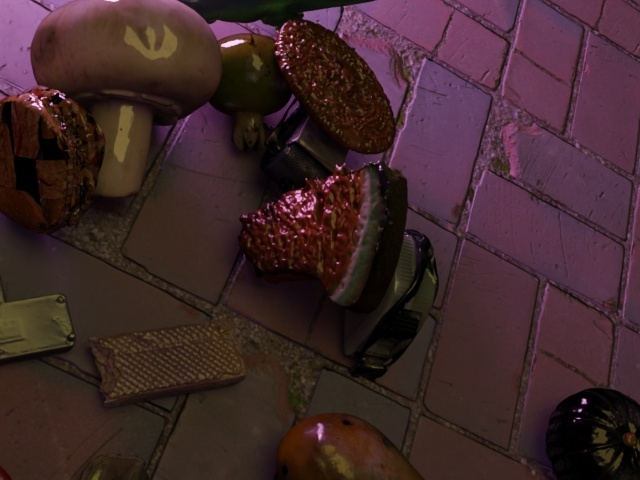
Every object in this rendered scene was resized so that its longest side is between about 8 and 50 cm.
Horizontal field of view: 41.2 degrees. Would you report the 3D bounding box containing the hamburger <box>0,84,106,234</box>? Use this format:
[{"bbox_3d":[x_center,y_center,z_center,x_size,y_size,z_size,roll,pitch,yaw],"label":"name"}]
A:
[{"bbox_3d":[-0.432,-0.123,1.297,0.231,0.231,0.107,54,32,6],"label":"hamburger"}]

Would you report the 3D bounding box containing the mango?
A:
[{"bbox_3d":[0.071,0.396,1.331,0.176,0.176,0.329,-48,111,-14],"label":"mango"}]

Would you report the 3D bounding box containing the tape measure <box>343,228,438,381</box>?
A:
[{"bbox_3d":[0.127,0.101,1.475,0.115,0.207,0.235,17,57,-24],"label":"tape measure"}]

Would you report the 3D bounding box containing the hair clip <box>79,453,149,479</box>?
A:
[{"bbox_3d":[-0.326,0.436,1.135,0.091,0.138,0.321,56,48,-29],"label":"hair clip"}]

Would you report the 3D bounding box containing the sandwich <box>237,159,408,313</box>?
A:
[{"bbox_3d":[0.000,0.000,1.448,0.301,0.162,0.250,2,77,23],"label":"sandwich"}]

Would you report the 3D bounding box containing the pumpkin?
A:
[{"bbox_3d":[0.519,0.379,1.556,0.221,0.162,0.220,9,62,-17],"label":"pumpkin"}]

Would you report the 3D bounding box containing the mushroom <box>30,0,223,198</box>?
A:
[{"bbox_3d":[-0.318,-0.233,1.404,0.315,0.314,0.335,7,89,-24],"label":"mushroom"}]

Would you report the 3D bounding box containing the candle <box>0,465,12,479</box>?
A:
[{"bbox_3d":[-0.547,0.254,1.153,0.329,0.048,0.051,38,68,-6],"label":"candle"}]

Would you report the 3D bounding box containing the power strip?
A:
[{"bbox_3d":[-0.481,0.110,1.248,0.216,0.061,0.145,-9,71,-31],"label":"power strip"}]

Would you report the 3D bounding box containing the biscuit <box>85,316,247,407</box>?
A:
[{"bbox_3d":[-0.238,0.188,1.332,0.239,0.062,0.108,-5,66,-30],"label":"biscuit"}]

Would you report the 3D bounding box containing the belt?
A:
[{"bbox_3d":[-0.026,-0.184,1.562,0.126,0.140,0.230,45,46,-19],"label":"belt"}]

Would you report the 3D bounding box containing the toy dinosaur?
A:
[{"bbox_3d":[-0.086,-0.458,1.543,0.374,0.500,0.143,-27,114,-58],"label":"toy dinosaur"}]

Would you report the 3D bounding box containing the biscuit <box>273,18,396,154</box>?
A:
[{"bbox_3d":[0.035,-0.287,1.564,0.305,0.038,0.305,32,38,-30],"label":"biscuit"}]

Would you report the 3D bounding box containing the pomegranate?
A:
[{"bbox_3d":[-0.122,-0.281,1.570,0.179,0.179,0.210,-37,109,-35],"label":"pomegranate"}]
